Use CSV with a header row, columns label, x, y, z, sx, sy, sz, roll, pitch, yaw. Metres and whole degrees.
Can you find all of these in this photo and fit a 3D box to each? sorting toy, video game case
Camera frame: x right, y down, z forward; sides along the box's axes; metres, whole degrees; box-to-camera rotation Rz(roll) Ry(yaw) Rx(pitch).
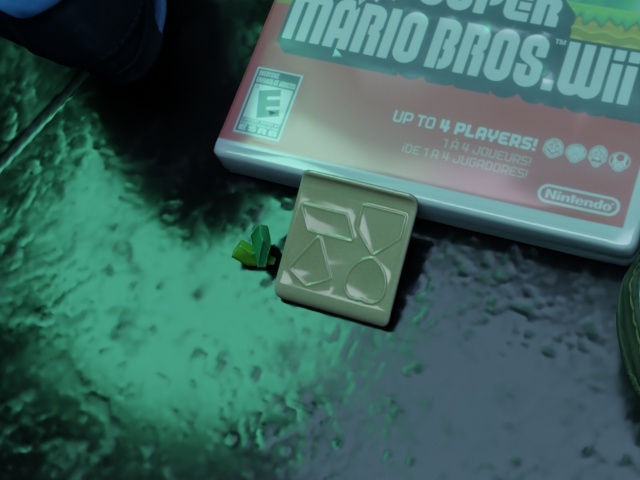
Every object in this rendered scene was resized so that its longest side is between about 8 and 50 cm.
label,x,y,z,sx,sy,sz,roll,pitch,yaw
sorting toy,0.000,0.000,0.571,0.083,0.012,0.062,14,95,19
video game case,0.089,-0.141,0.609,0.204,0.025,0.285,14,71,19

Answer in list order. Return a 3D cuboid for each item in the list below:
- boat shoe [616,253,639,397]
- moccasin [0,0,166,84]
label,x,y,z,sx,sy,sz,roll,pitch,yaw
boat shoe,0.282,-0.018,0.450,0.355,0.130,0.132,-16,65,7
moccasin,-0.156,-0.205,0.644,0.137,0.117,0.342,-23,52,15
